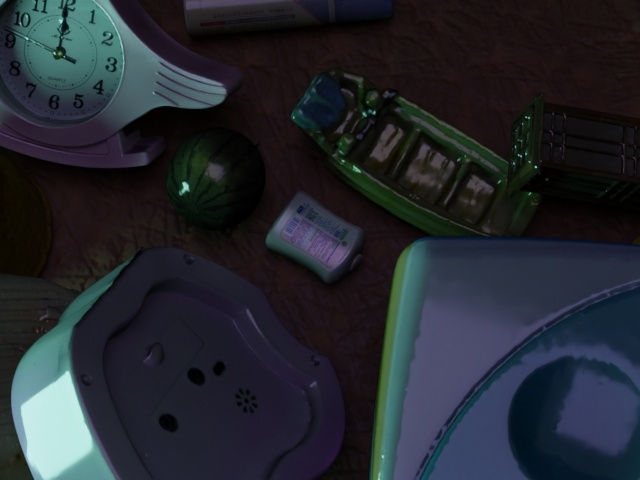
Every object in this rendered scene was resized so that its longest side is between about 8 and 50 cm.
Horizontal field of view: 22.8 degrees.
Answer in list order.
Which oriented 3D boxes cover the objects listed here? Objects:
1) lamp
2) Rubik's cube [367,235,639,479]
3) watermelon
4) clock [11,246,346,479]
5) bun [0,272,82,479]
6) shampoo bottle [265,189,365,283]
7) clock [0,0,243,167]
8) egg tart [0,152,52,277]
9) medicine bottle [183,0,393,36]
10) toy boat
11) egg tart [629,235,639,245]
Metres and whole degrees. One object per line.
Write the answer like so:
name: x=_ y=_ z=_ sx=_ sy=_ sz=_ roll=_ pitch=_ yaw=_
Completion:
lamp: x=0.360 y=-0.072 z=1.648 sx=0.325 sy=0.089 sz=0.090 roll=8 pitch=72 yaw=-11
Rubik's cube: x=0.219 y=0.204 z=1.463 sx=0.351 sy=0.352 sz=0.347 roll=6 pitch=73 yaw=1
watermelon: x=-0.103 y=-0.073 z=1.692 sx=0.105 sy=0.105 sz=0.133 roll=35 pitch=53 yaw=11
clock: x=-0.121 y=0.176 z=1.502 sx=0.338 sy=0.102 sz=0.339 roll=26 pitch=46 yaw=-30
bun: x=-0.301 y=0.160 z=1.562 sx=0.272 sy=0.168 sz=0.273 roll=21 pitch=37 yaw=-17
shampoo bottle: x=0.000 y=0.000 z=1.694 sx=0.099 sy=0.043 sz=0.072 roll=32 pitch=76 yaw=10
clock: x=-0.224 y=-0.211 z=1.678 sx=0.290 sy=0.080 sz=0.275 roll=16 pitch=109 yaw=3
egg tart: x=-0.388 y=-0.022 z=1.656 sx=0.202 sy=0.147 sz=0.203 roll=0 pitch=74 yaw=0
medicine bottle: x=-0.036 y=-0.265 z=1.771 sx=0.230 sy=0.059 sz=0.059 roll=-6 pitch=72 yaw=0
toy boat: x=0.101 y=-0.080 z=1.700 sx=0.276 sy=0.084 sz=0.111 roll=30 pitch=73 yaw=7
egg tart: x=0.397 y=0.022 z=1.621 sx=0.191 sy=0.191 sz=0.074 roll=5 pitch=50 yaw=3
